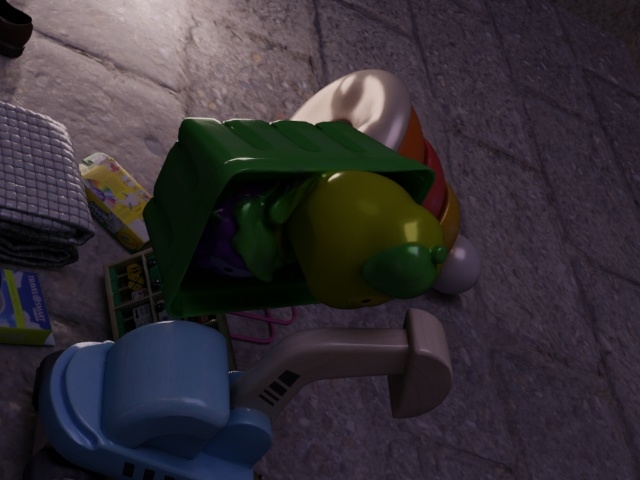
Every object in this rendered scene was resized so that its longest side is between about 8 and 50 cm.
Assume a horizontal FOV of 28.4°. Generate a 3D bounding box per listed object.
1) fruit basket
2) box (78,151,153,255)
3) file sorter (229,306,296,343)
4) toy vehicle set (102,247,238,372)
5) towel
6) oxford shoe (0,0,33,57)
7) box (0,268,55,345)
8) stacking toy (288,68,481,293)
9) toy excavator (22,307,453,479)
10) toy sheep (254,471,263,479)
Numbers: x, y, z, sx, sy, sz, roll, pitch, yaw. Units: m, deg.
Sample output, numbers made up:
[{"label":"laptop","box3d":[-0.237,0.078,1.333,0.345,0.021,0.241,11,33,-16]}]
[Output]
[{"label":"fruit basket","box3d":[0.000,0.000,1.631,0.392,0.283,0.392,20,31,-13]},{"label":"box","box3d":[-0.332,-0.064,2.068,0.179,0.043,0.105,46,34,3]},{"label":"file sorter","box3d":[-0.087,0.011,2.006,0.202,0.290,0.182,14,44,-35]},{"label":"toy vehicle set","box3d":[-0.225,0.118,1.866,0.035,0.166,0.266,65,6,-50]},{"label":"towel","box3d":[-0.493,-0.089,1.871,0.284,0.121,0.235,14,43,-37]},{"label":"oxford shoe","box3d":[-0.595,-0.409,2.156,0.227,0.096,0.082,24,38,-21]},{"label":"box","box3d":[-0.454,0.091,1.765,0.178,0.042,0.109,8,46,-39]},{"label":"stacking toy","box3d":[0.151,-0.057,2.365,0.480,0.351,0.350,39,30,-31]},{"label":"toy excavator","box3d":[-0.113,0.205,1.607,0.433,0.445,0.222,24,37,-24]},{"label":"toy sheep","box3d":[-0.101,0.379,1.752,0.091,0.091,0.132,21,52,-28]}]
